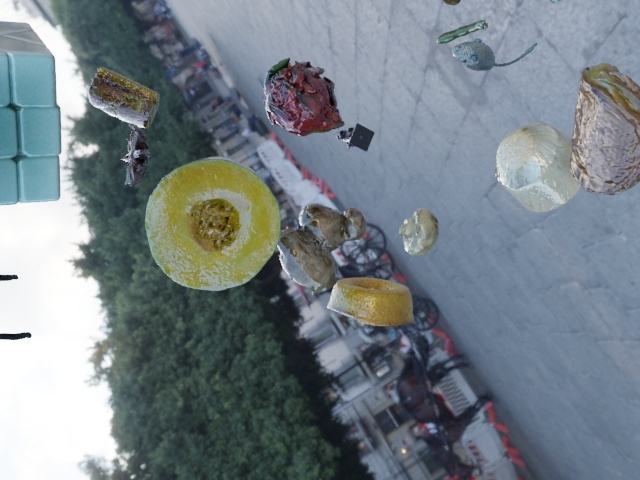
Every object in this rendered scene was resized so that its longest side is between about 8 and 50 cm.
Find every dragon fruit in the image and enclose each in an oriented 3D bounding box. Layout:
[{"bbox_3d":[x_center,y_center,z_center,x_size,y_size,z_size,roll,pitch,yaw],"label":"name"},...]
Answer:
[{"bbox_3d":[-0.042,-0.406,1.810,0.293,0.233,0.234,37,-179,-9],"label":"dragon fruit"}]

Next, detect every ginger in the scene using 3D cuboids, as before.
[{"bbox_3d":[0.000,0.000,1.892,0.245,0.304,0.155,37,176,-9],"label":"ginger"}]

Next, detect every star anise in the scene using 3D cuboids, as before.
[{"bbox_3d":[-0.391,-0.184,1.288,0.141,0.042,0.140,-1,89,57],"label":"star anise"}]

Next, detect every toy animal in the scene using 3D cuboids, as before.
[{"bbox_3d":[0.454,-0.483,1.593,0.079,0.253,0.070,165,100,-66],"label":"toy animal"}]

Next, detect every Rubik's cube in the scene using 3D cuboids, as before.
[{"bbox_3d":[-0.726,-0.267,1.231,0.319,0.322,0.315,42,131,47],"label":"Rubik's cube"}]

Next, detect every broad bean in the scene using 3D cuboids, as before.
[{"bbox_3d":[0.507,-0.740,2.139,0.227,0.069,0.039,2,128,56],"label":"broad bean"}]

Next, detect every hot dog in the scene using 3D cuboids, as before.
[{"bbox_3d":[0.556,-0.218,1.158,0.272,0.122,0.196,72,-179,-46],"label":"hot dog"}]

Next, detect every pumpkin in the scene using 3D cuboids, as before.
[{"bbox_3d":[-0.272,-0.054,1.546,0.332,0.333,0.199,59,178,-18],"label":"pumpkin"}]

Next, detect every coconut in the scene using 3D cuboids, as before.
[{"bbox_3d":[0.764,-0.243,2.073,0.328,0.329,0.329,58,177,4],"label":"coconut"}]

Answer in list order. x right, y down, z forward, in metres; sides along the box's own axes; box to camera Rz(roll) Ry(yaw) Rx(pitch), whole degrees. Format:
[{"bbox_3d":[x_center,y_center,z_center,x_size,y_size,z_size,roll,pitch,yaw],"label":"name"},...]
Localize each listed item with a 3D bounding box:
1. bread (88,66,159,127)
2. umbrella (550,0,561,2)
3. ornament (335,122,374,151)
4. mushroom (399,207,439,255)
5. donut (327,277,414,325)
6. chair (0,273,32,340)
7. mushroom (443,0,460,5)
[{"bbox_3d":[-0.532,-0.382,1.641,0.172,0.103,0.132,24,164,-12],"label":"bread"},{"bbox_3d":[0.523,-0.590,1.313,0.046,0.188,0.050,7,148,27],"label":"umbrella"},{"bbox_3d":[0.101,-0.385,2.244,0.081,0.088,0.203,24,180,-33],"label":"ornament"},{"bbox_3d":[0.301,-0.026,1.835,0.112,0.147,0.148,24,-174,-14],"label":"mushroom"},{"bbox_3d":[0.173,0.194,2.002,0.303,0.303,0.110,-134,50,-78],"label":"donut"},{"bbox_3d":[-0.564,0.111,0.937,0.213,0.149,0.174,123,132,-75],"label":"chair"},{"bbox_3d":[0.318,-0.644,1.509,0.123,0.052,0.123,-17,-90,-89],"label":"mushroom"}]
